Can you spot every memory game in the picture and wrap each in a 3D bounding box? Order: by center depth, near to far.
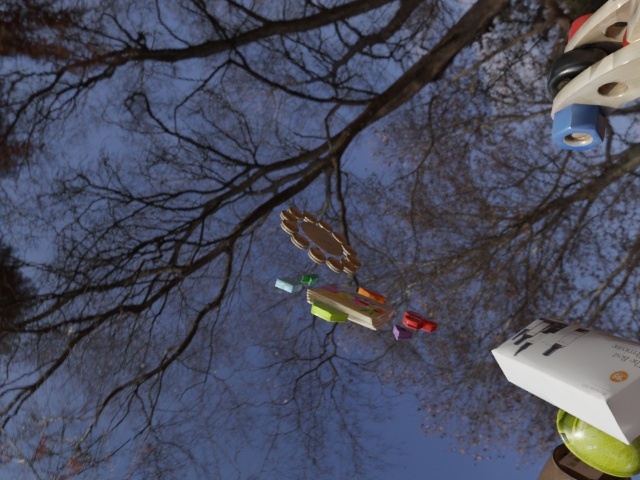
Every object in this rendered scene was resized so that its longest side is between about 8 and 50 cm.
[{"bbox_3d":[0.000,0.000,0.978,0.186,0.012,0.186,32,-158,-14],"label":"memory game"}]

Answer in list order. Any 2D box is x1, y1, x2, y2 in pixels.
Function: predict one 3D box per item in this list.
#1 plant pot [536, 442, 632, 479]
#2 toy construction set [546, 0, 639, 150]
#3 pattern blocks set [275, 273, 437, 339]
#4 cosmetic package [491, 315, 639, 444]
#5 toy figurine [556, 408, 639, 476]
[{"bbox_3d":[0.422,0.455,0.832,0.215,0.215,0.231,-14,-73,-36],"label":"plant pot"},{"bbox_3d":[0.302,-0.182,0.316,0.257,0.237,0.309,33,-98,29],"label":"toy construction set"},{"bbox_3d":[0.073,0.146,1.166,0.324,0.026,0.285,24,-166,35],"label":"pattern blocks set"},{"bbox_3d":[0.321,0.160,0.650,0.098,0.239,0.061,-34,-84,-8],"label":"cosmetic package"},{"bbox_3d":[0.506,0.269,0.609,0.362,0.217,0.191,31,-100,9],"label":"toy figurine"}]
